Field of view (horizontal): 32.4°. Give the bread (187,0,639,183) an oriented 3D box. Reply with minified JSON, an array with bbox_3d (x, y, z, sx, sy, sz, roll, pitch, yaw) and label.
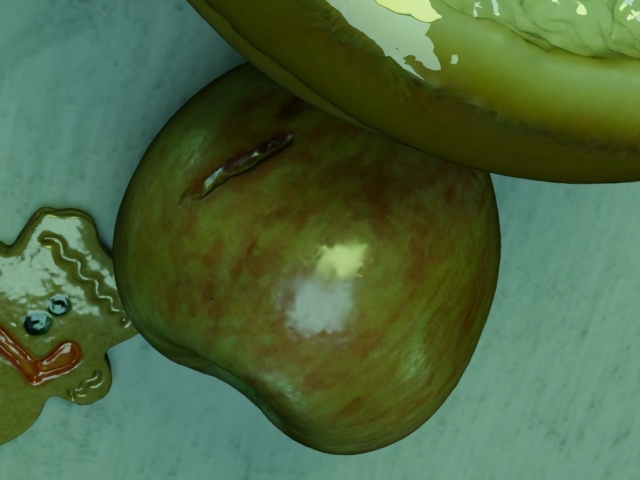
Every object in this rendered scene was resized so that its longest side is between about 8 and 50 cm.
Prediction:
[{"bbox_3d":[0.092,-0.208,0.583,0.424,0.245,0.329,12,98,-19],"label":"bread"}]

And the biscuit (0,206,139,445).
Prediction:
[{"bbox_3d":[-0.238,0.078,0.832,0.225,0.036,0.166,-36,113,3],"label":"biscuit"}]

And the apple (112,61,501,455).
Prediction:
[{"bbox_3d":[0.000,0.000,0.738,0.264,0.264,0.264,-4,110,-10],"label":"apple"}]
